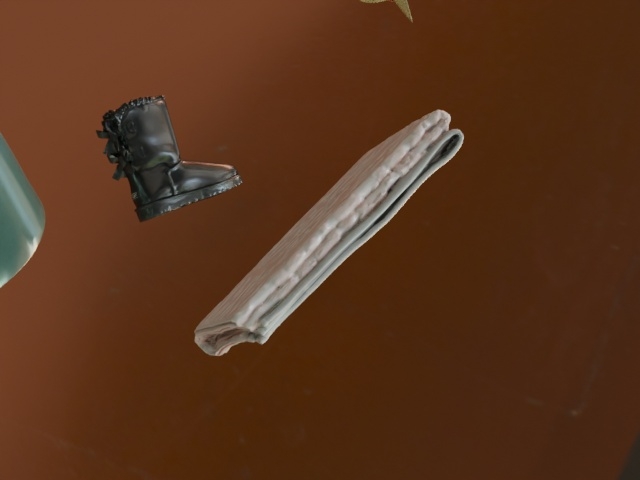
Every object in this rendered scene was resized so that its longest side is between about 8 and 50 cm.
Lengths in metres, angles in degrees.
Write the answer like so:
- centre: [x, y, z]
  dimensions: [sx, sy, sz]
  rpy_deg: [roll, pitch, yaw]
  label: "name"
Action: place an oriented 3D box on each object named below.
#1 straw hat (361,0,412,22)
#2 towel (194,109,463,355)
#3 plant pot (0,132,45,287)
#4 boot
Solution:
- centre: [0.076, -0.354, 1.772]
  dimensions: [0.061, 0.144, 0.144]
  rpy_deg: [-17, 105, 5]
  label: "straw hat"
- centre: [0.000, 0.000, 1.475]
  dimensions: [0.053, 0.317, 0.332]
  rpy_deg: [46, 76, -5]
  label: "towel"
- centre: [-0.493, -0.076, 1.477]
  dimensions: [0.293, 0.293, 0.235]
  rpy_deg: [-26, 128, -13]
  label: "plant pot"
- centre: [-0.129, -0.077, 1.116]
  dimensions: [0.121, 0.045, 0.099]
  rpy_deg: [-22, 93, -40]
  label: "boot"
